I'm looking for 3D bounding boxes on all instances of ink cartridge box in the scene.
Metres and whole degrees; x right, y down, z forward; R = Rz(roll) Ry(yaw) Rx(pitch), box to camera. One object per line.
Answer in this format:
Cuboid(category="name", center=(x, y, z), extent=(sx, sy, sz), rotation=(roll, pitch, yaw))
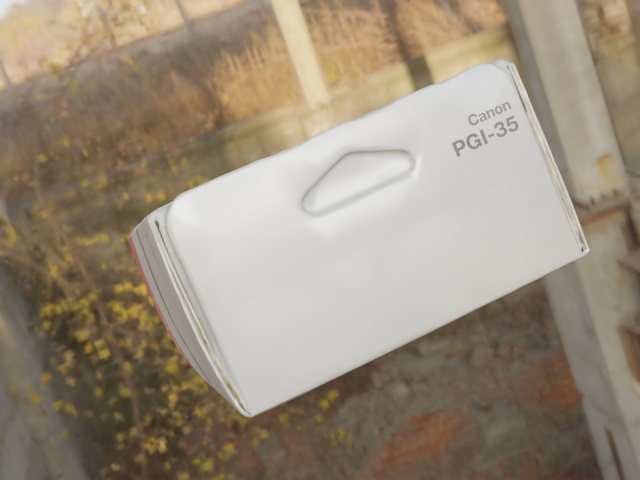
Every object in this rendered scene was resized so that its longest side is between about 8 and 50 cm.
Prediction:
Cuboid(category="ink cartridge box", center=(0.000, 0.000, 0.669), extent=(0.207, 0.117, 0.283), rotation=(-25, 4, -11))
